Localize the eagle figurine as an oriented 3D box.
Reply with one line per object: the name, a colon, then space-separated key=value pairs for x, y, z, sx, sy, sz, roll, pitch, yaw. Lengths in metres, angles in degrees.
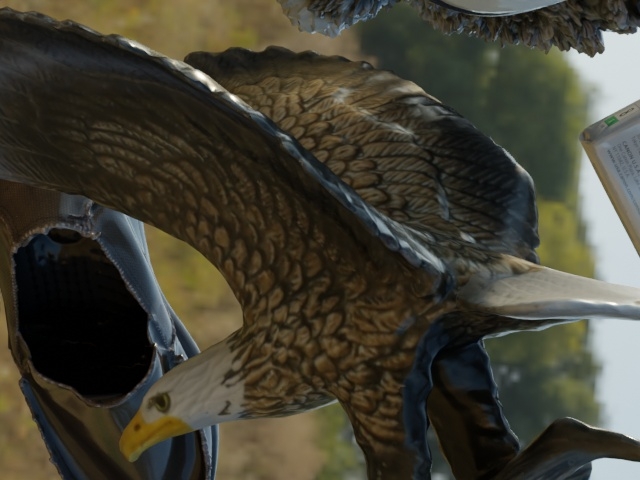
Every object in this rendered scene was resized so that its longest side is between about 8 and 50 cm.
eagle figurine: x=-0.010 y=0.005 z=0.807 sx=0.298 sy=0.225 sz=0.226 roll=60 pitch=-19 yaw=15

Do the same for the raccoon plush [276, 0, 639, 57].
raccoon plush: x=0.048 y=-0.216 z=1.324 sx=0.446 sy=0.299 sz=0.216 roll=-29 pitch=-113 yaw=41

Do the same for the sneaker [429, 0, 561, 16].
sneaker: x=0.119 y=-0.175 z=0.914 sx=0.350 sy=0.131 sz=0.148 roll=-45 pitch=171 yaw=-42

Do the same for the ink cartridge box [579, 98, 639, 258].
ink cartridge box: x=0.294 y=-0.036 z=1.163 sx=0.181 sy=0.225 sz=0.056 roll=61 pitch=3 yaw=-12

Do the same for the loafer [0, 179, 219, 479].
loafer: x=-0.161 y=0.086 z=1.356 sx=0.130 sy=0.134 sz=0.366 roll=-95 pitch=171 yaw=-54
